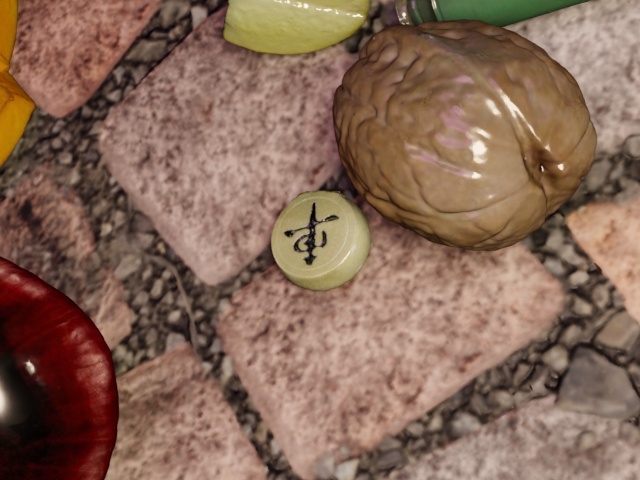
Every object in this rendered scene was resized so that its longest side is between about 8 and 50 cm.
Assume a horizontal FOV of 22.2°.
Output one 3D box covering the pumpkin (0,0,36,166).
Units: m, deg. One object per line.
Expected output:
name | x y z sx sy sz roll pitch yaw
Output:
pumpkin | -0.389 -0.139 1.549 0.290 0.095 0.258 -31 54 5

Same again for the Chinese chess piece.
Chinese chess piece | 0.000 0.000 1.340 0.084 0.034 0.084 -10 65 21

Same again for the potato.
potato | -0.013 -0.229 1.444 0.120 0.081 0.149 14 53 -1

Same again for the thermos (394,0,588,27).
thermos | 0.151 -0.211 1.338 0.188 0.083 0.073 -15 85 20

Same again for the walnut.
walnut | 0.100 -0.089 1.262 0.178 0.178 0.230 -47 45 -1

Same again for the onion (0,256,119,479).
onion | -0.304 0.143 1.281 0.273 0.285 0.273 4 104 16
